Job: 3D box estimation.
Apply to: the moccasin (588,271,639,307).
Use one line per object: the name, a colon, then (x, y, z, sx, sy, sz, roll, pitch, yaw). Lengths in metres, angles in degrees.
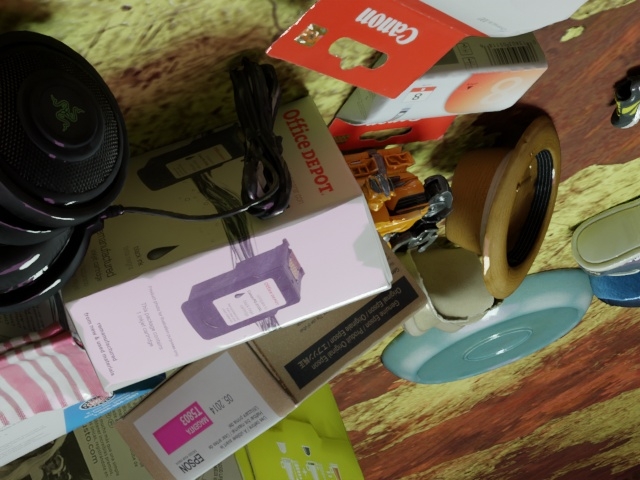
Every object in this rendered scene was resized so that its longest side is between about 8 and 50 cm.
moccasin: (0.514, 0.007, 1.922, 0.342, 0.138, 0.117, -8, 166, 7)

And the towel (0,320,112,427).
towel: (-0.269, 0.127, 1.180, 0.197, 0.029, 0.144, -22, 159, -1)

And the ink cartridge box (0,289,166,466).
ink cartridge box: (-0.312, 0.093, 1.281, 0.223, 0.129, 0.307, -27, 159, 15)

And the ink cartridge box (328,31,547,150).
ink cartridge box: (0.089, -0.111, 1.276, 0.145, 0.045, 0.179, -9, 155, -28)

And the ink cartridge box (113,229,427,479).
ink cartridge box: (-0.045, 0.108, 1.304, 0.193, 0.088, 0.234, -36, 178, -42)

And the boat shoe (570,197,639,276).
boat shoe: (0.429, -0.016, 1.782, 0.254, 0.095, 0.079, -25, 158, 15)

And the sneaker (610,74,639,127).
sneaker: (0.297, -0.138, 1.438, 0.035, 0.031, 0.083, 1, 150, -18)

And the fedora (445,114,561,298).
fedora: (0.171, -0.039, 1.445, 0.079, 0.194, 0.194, 16, 172, 22)

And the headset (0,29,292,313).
headset: (-0.210, -0.065, 1.028, 0.394, 0.185, 0.243, 4, 156, -19)

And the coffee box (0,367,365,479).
coffee box: (-0.154, 0.307, 1.688, 0.334, 0.338, 0.337, -27, 159, 17)

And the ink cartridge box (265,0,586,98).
ink cartridge box: (0.102, -0.175, 1.047, 0.232, 0.066, 0.189, -46, 152, 20)

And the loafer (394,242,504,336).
loafer: (0.139, 0.047, 1.670, 0.092, 0.102, 0.268, -28, 168, 16)

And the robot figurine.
robot figurine: (0.000, 0.000, 1.413, 0.211, 0.085, 0.291, -11, 159, -27)

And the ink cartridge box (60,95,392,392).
ink cartridge box: (-0.084, -0.003, 1.171, 0.237, 0.172, 0.100, -20, 126, -4)

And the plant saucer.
plant saucer: (0.238, 0.129, 2.053, 0.317, 0.044, 0.317, -18, 161, -6)
